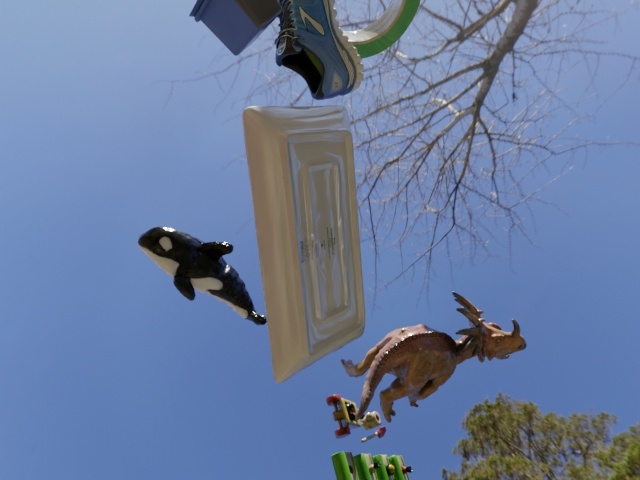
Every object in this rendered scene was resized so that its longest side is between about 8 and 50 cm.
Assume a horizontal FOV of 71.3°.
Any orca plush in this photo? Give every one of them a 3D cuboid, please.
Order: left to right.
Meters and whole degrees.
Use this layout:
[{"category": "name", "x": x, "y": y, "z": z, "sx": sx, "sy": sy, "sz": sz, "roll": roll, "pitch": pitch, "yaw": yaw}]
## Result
[{"category": "orca plush", "x": -0.201, "y": 0.056, "z": 0.860, "sx": 0.102, "sy": 0.151, "sz": 0.287, "roll": -43, "pitch": -80, "yaw": 14}]

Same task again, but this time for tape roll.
[{"category": "tape roll", "x": 0.096, "y": -0.633, "z": 1.133, "sx": 0.321, "sy": 0.321, "sz": 0.077, "roll": -21, "pitch": -134, "yaw": 5}]

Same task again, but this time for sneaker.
[{"category": "sneaker", "x": -0.041, "y": -0.451, "z": 0.941, "sx": 0.147, "sy": 0.130, "sz": 0.330, "roll": -34, "pitch": -81, "yaw": -25}]

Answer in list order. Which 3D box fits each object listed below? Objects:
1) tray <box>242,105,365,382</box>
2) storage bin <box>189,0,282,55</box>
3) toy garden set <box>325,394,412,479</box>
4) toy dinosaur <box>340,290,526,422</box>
[{"category": "tray", "x": 0.000, "y": 0.000, "z": 0.459, "sx": 0.030, "sy": 0.145, "sz": 0.270, "roll": 7, "pitch": -73, "yaw": 44}, {"category": "storage bin", "x": -0.120, "y": -0.351, "z": 0.671, "sx": 0.091, "sy": 0.135, "sz": 0.098, "roll": 48, "pitch": -115, "yaw": -21}, {"category": "toy garden set", "x": 0.103, "y": 0.386, "z": 0.796, "sx": 0.049, "sy": 0.244, "sz": 0.204, "roll": -32, "pitch": -128, "yaw": 19}, {"category": "toy dinosaur", "x": 0.162, "y": 0.169, "z": 0.684, "sx": 0.200, "sy": 0.295, "sz": 0.127, "roll": -50, "pitch": -123, "yaw": 37}]
